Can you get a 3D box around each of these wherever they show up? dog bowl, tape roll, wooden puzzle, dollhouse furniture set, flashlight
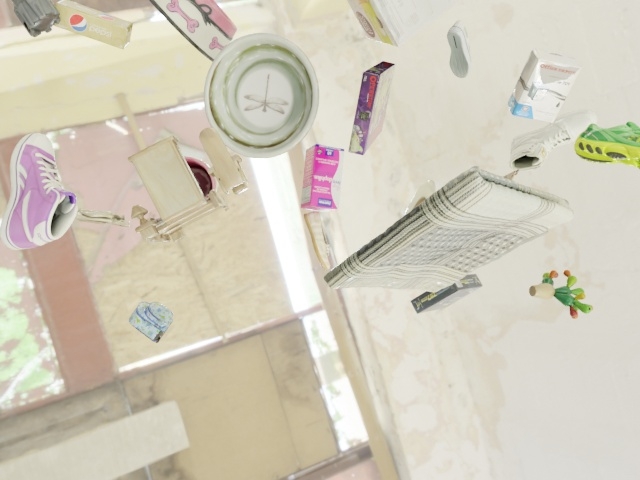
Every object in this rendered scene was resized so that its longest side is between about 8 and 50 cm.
[{"bbox_3d":[-0.470,-0.845,1.961,0.408,0.150,0.408,46,11,-12],"label":"dog bowl"},{"bbox_3d":[0.389,-0.071,1.967,0.286,0.100,0.286,-158,-90,-80],"label":"tape roll"},{"bbox_3d":[0.569,-0.187,1.653,0.006,0.049,0.083,42,-31,-11],"label":"wooden puzzle"},{"bbox_3d":[-0.329,-0.141,1.394,0.173,0.303,0.355,63,0,2],"label":"dollhouse furniture set"},{"bbox_3d":[-0.760,-0.670,1.347,0.304,0.103,0.103,55,-28,-2],"label":"flashlight"}]

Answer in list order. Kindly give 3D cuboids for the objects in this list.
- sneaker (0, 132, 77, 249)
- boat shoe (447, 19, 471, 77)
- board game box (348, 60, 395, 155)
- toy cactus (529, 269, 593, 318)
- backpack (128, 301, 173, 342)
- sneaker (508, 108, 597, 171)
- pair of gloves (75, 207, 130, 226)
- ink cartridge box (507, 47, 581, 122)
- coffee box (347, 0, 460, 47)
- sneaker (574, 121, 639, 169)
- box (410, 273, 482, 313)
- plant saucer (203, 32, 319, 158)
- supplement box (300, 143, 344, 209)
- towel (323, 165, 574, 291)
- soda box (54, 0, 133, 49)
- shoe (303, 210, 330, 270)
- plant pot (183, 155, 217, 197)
[{"bbox_3d":[-0.598,-0.120,1.204,0.102,0.161,0.281,36,47,-62],"label":"sneaker"},{"bbox_3d":[0.518,-0.697,1.980,0.083,0.075,0.226,23,-20,27],"label":"boat shoe"},{"bbox_3d":[0.148,-0.377,1.510,0.347,0.056,0.208,-58,164,-63],"label":"board game box"},{"bbox_3d":[0.722,0.162,1.668,0.219,0.181,0.112,-107,-155,-51],"label":"toy cactus"},{"bbox_3d":[-0.510,0.235,1.646,0.114,0.084,0.105,34,14,-7],"label":"backpack"},{"bbox_3d":[0.770,-0.318,1.809,0.293,0.169,0.108,-24,-64,41],"label":"sneaker"},{"bbox_3d":[-0.696,-0.076,1.664,0.240,0.204,0.042,178,-81,-77],"label":"pair of gloves"},{"bbox_3d":[0.682,-0.472,1.664,0.082,0.140,0.190,-84,-175,-47],"label":"ink cartridge box"},{"bbox_3d":[0.312,-1.070,2.282,0.337,0.338,0.334,52,0,-34],"label":"coffee box"},{"bbox_3d":[0.830,-0.254,1.420,0.296,0.123,0.109,20,-16,30],"label":"sneaker"},{"bbox_3d":[0.457,0.191,1.955,0.183,0.233,0.059,-37,-112,30],"label":"box"},{"bbox_3d":[-0.187,-0.474,1.803,0.100,0.401,0.400,-32,107,-72],"label":"plant saucer"},{"bbox_3d":[0.006,-0.219,1.928,0.114,0.111,0.219,176,-80,-69],"label":"supplement box"},{"bbox_3d":[0.213,0.011,0.864,0.312,0.324,0.056,-39,-120,36],"label":"towel"},{"bbox_3d":[-0.595,-0.568,1.428,0.058,0.182,0.061,-90,-159,-55],"label":"soda box"},{"bbox_3d":[0.000,0.000,1.933,0.076,0.058,0.218,-77,149,-85],"label":"shoe"},{"bbox_3d":[-0.449,-0.191,1.868,0.180,0.202,0.201,-93,169,-81],"label":"plant pot"}]
